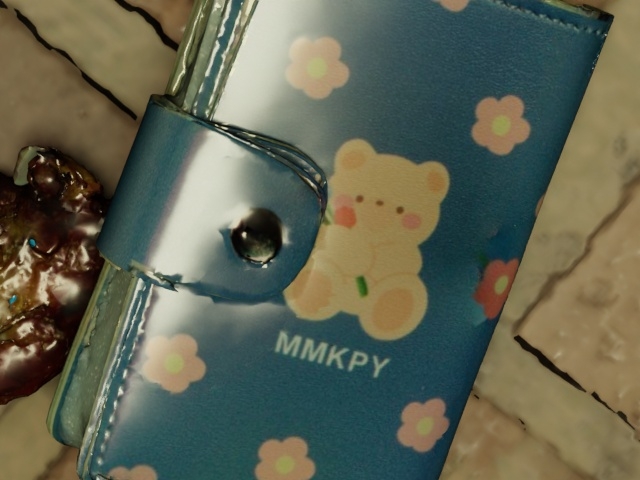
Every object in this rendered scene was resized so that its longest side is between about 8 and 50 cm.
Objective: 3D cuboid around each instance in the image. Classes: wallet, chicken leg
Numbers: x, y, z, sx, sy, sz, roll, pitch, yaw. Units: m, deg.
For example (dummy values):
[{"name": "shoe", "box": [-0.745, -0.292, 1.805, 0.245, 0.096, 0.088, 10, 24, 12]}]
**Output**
[{"name": "wallet", "box": [0.000, 0.001, 0.587, 0.141, 0.059, 0.202, 16, 101, -13]}, {"name": "chicken leg", "box": [-0.185, 0.025, 0.639, 0.253, 0.051, 0.106, -4, 97, 7]}]
